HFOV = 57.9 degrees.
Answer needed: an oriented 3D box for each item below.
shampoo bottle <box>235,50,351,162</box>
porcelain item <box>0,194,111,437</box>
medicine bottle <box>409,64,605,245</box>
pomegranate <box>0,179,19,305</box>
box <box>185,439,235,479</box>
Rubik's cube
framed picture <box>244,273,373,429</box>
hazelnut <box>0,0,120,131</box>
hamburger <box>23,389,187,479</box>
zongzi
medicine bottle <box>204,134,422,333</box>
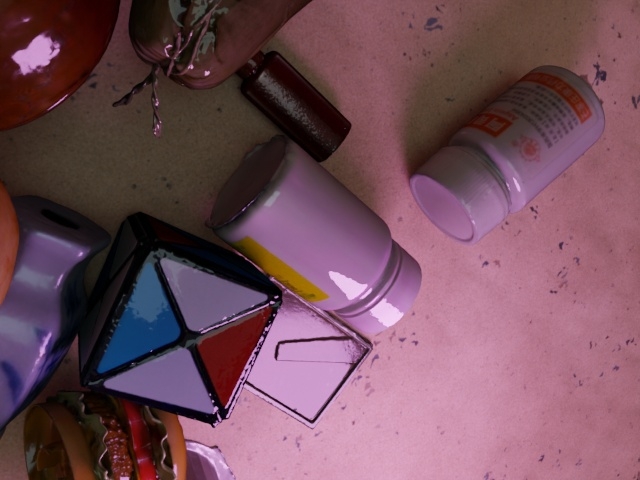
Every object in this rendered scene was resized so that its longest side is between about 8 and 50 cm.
[{"bbox_3d":[-0.063,-0.260,1.054,0.260,0.064,0.102,39,87,-27],"label":"shampoo bottle"},{"bbox_3d":[-0.482,0.142,0.875,0.179,0.242,0.405,28,95,-8],"label":"porcelain item"},{"bbox_3d":[0.382,-0.176,1.197,0.371,0.211,0.211,-39,115,-10],"label":"medicine bottle"},{"bbox_3d":[-0.511,0.006,0.600,0.339,0.338,0.337,-6,105,-23],"label":"pomegranate"},{"bbox_3d":[-0.281,0.554,1.085,0.263,0.206,0.291,22,91,-27],"label":"box"},{"bbox_3d":[-0.244,0.121,0.968,0.249,0.246,0.249,24,93,-26],"label":"Rubik's cube"},{"bbox_3d":[-0.057,0.235,1.208,0.315,0.024,0.232,40,85,-26],"label":"framed picture"},{"bbox_3d":[-0.458,-0.353,0.691,0.402,0.402,0.429,-46,125,-7],"label":"hazelnut"},{"bbox_3d":[-0.340,0.355,0.954,0.212,0.275,0.274,-8,107,-43],"label":"hamburger"},{"bbox_3d":[-0.044,-0.369,0.914,0.467,0.218,0.499,14,84,-24],"label":"zongzi"},{"bbox_3d":[0.000,0.000,1.065,0.379,0.213,0.213,38,86,-26],"label":"medicine bottle"}]
